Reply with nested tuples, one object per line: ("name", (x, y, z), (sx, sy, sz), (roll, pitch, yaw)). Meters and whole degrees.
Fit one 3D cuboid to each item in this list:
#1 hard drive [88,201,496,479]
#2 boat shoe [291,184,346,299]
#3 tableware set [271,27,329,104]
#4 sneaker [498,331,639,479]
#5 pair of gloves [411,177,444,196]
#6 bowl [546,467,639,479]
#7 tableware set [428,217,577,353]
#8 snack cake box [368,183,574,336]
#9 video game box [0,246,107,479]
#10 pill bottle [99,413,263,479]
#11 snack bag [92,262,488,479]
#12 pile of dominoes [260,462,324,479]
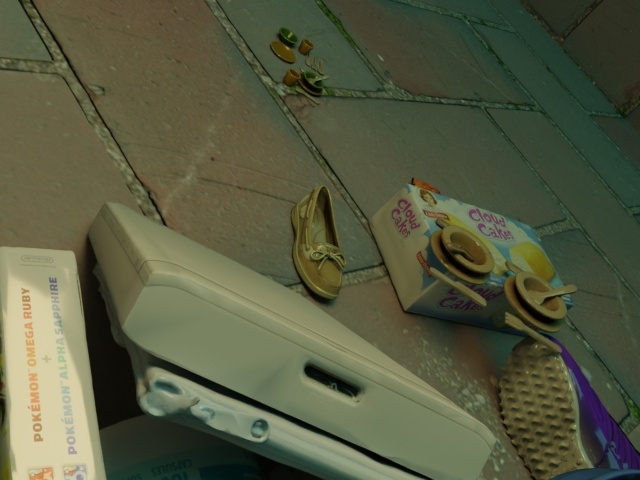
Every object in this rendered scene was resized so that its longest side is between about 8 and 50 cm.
("hard drive", (-0.054, 0.056, 0.568), (0.233, 0.047, 0.353), (29, -2, -21))
("boat shoe", (0.001, 0.000, 0.874), (0.056, 0.048, 0.153), (23, 38, -28))
("tableware set", (-0.032, -0.283, 1.180), (0.104, 0.024, 0.154), (30, 36, -19))
("sneaker", (0.320, 0.251, 0.888), (0.146, 0.102, 0.293), (8, 54, -41))
("pair of gloves", (0.173, -0.057, 1.155), (0.074, 0.010, 0.083), (24, 40, -29))
("bowl", (0.305, 0.389, 0.646), (0.391, 0.077, 0.391), (17, 53, -24))
("tableware set", (0.219, 0.039, 0.890), (0.194, 0.039, 0.128), (32, 34, -8))
("snack cake box", (0.208, 0.032, 1.020), (0.264, 0.089, 0.152), (14, 44, -37))
("video game box", (-0.169, 0.138, 0.398), (0.048, 0.205, 0.187), (4, 48, -35))
("pill bottle", (-0.073, 0.244, 0.431), (0.146, 0.146, 0.264), (6, 47, -43))
("snack bag", (-0.013, 0.124, 0.560), (0.323, 0.037, 0.342), (30, -3, -23))
("pile of dominoes", (0.019, 0.275, 0.618), (0.251, 0.040, 0.196), (8, 45, -53))
